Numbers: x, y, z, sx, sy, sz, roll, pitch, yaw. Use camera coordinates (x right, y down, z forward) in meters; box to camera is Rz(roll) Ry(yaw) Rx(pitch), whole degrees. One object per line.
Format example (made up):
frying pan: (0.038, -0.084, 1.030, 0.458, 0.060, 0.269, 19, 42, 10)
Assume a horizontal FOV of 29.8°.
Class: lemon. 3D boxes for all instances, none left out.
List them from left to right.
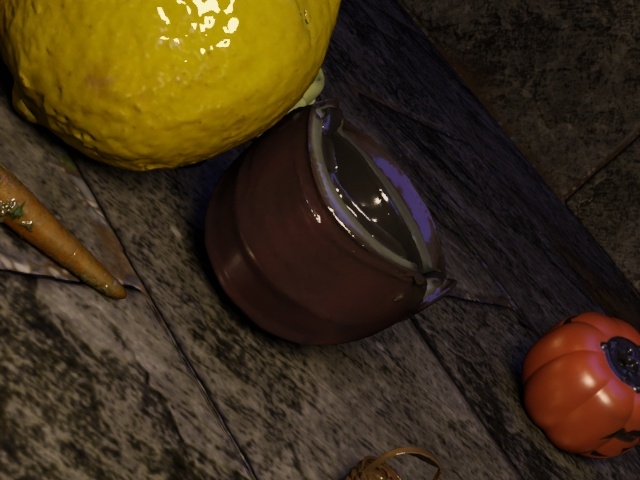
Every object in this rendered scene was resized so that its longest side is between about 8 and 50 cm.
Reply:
lemon: (-0.130, -0.200, 1.059, 0.268, 0.322, 0.268, 58, -8, 13)

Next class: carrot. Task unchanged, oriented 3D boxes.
carrot: (-0.240, -0.031, 0.909, 0.254, 0.049, 0.049, 42, 18, -26)

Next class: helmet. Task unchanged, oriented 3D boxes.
helmet: (0.000, 0.000, 1.161, 0.225, 0.177, 0.305, 56, 12, 9)

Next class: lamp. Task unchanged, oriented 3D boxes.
lamp: (0.349, 0.192, 1.564, 0.188, 0.164, 0.187, 20, 47, -23)

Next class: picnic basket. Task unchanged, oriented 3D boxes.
picnic basket: (0.062, 0.205, 1.012, 0.072, 0.083, 0.072, 42, 18, -17)

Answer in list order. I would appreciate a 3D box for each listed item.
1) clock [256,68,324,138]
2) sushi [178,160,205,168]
clock: (-0.090, -0.252, 1.593, 0.235, 0.096, 0.308, 49, 16, 1)
sushi: (-0.122, -0.234, 1.315, 0.215, 0.212, 0.227, 48, 19, 1)
